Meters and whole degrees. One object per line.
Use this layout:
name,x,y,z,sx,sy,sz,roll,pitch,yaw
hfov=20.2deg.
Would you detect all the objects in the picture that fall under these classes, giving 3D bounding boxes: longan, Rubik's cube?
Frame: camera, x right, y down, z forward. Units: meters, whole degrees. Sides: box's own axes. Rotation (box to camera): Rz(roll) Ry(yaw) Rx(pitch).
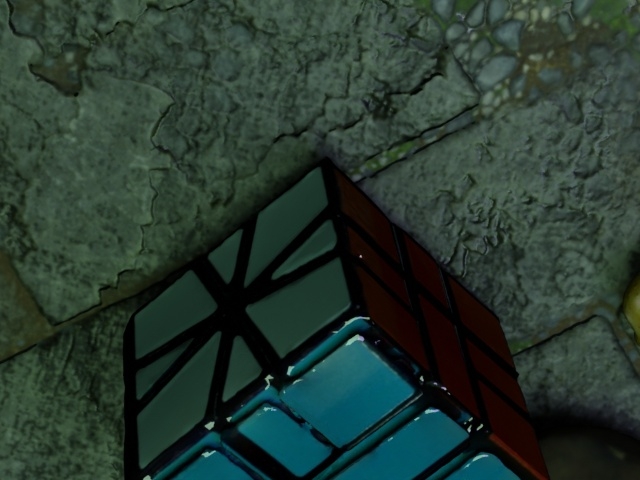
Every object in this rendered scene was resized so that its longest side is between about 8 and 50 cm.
longan,0.270,0.278,1.789,0.212,0.198,0.198,-3,113,9
Rubik's cube,0.005,0.152,1.664,0.288,0.293,0.283,-39,116,15

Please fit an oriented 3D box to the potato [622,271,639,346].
potato,0.471,0.036,1.693,0.369,0.176,0.195,-17,156,12
